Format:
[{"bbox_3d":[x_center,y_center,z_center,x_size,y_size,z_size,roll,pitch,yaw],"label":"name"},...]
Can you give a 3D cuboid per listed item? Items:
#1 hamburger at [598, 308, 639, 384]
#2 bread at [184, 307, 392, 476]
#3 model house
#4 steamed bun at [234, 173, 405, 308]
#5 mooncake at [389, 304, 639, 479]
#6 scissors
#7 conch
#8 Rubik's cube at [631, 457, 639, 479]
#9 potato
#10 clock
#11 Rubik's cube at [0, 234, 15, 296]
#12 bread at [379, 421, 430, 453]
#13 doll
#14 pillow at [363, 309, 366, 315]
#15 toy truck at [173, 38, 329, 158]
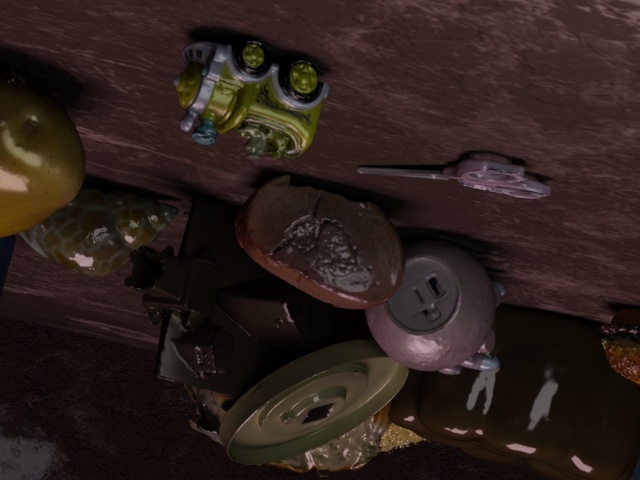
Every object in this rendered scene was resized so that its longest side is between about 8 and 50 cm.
[{"bbox_3d":[0.413,0.135,1.644,0.166,0.087,0.137,6,167,31],"label":"hamburger"},{"bbox_3d":[-0.054,0.171,1.798,0.279,0.250,0.225,-4,138,-25],"label":"bread"},{"bbox_3d":[-0.112,0.064,1.543,0.204,0.211,0.243,4,166,29],"label":"model house"},{"bbox_3d":[0.000,0.000,1.398,0.175,0.106,0.145,27,173,-4],"label":"steamed bun"},{"bbox_3d":[0.278,0.219,1.932,0.378,0.200,0.378,12,168,3],"label":"mooncake"},{"bbox_3d":[0.107,-0.057,1.207,0.189,0.015,0.100,5,169,38],"label":"scissors"},{"bbox_3d":[-0.271,-0.019,1.595,0.173,0.106,0.116,27,-160,28],"label":"conch"},{"bbox_3d":[0.622,0.391,2.196,0.287,0.292,0.293,0,162,46],"label":"Rubik's cube"},{"bbox_3d":[-0.318,-0.074,1.254,0.173,0.140,0.300,28,157,-31],"label":"potato"},{"bbox_3d":[-0.005,0.191,1.593,0.235,0.029,0.235,-21,153,-12],"label":"clock"},{"bbox_3d":[-0.641,0.085,1.879,0.347,0.346,0.344,13,170,-2],"label":"Rubik's cube"},{"bbox_3d":[0.116,0.246,2.128,0.260,0.129,0.134,-15,147,-7],"label":"bread"},{"bbox_3d":[0.139,0.086,1.573,0.151,0.151,0.287,9,172,16],"label":"doll"},{"bbox_3d":[-0.022,0.097,2.025,0.208,0.052,0.212,18,166,-15],"label":"pillow"},{"bbox_3d":[-0.056,-0.099,1.002,0.111,0.077,0.076,17,168,-24],"label":"toy truck"}]
